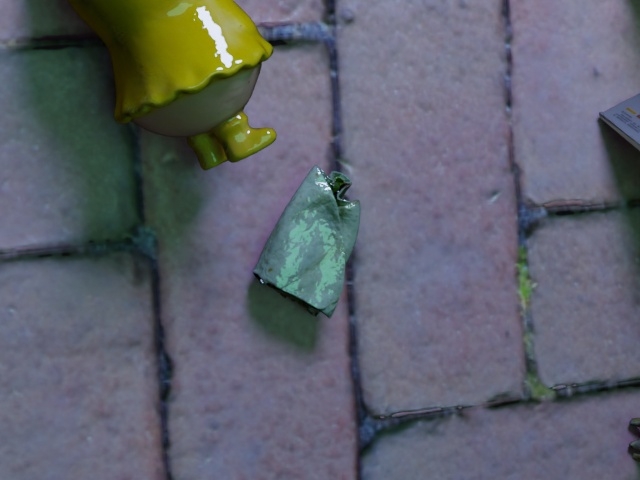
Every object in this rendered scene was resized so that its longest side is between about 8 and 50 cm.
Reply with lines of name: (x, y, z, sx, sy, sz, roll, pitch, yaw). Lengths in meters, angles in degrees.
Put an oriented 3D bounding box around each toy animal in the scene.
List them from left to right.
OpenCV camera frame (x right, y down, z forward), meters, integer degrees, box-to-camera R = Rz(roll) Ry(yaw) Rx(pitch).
toy animal: (-0.118, -0.160, 1.134, 0.156, 0.156, 0.229, -35, 102, -15)

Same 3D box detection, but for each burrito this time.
burrito: (-0.003, -0.001, 1.233, 0.074, 0.044, 0.118, 24, 87, -16)

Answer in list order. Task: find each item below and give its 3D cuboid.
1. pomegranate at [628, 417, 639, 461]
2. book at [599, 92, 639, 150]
pomegranate: (0.367, 0.174, 1.339, 0.159, 0.129, 0.129, 23, 85, -11)
book: (0.356, -0.117, 1.321, 0.182, 0.127, 0.014, -26, 132, -15)
